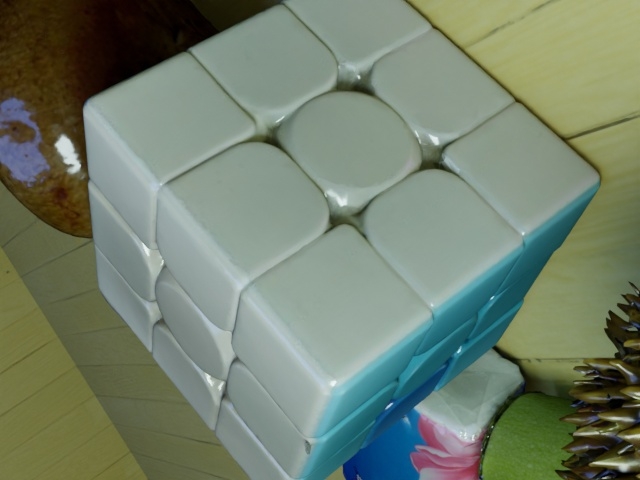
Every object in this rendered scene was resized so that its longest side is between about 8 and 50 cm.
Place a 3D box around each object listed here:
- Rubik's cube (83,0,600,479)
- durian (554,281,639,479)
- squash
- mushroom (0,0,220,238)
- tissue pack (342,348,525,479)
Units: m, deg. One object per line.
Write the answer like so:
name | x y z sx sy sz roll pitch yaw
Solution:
Rubik's cube | 0.000 0.000 0.806 0.291 0.290 0.292 46 151 19
durian | 0.299 0.163 0.445 0.384 0.347 0.348 16 133 48
squash | 0.261 0.219 0.797 0.247 0.132 0.133 12 130 52
mushroom | -0.220 -0.137 0.960 0.259 0.345 0.346 -29 95 38
tissue pack | 0.108 0.207 1.027 0.209 0.137 0.270 38 149 35
